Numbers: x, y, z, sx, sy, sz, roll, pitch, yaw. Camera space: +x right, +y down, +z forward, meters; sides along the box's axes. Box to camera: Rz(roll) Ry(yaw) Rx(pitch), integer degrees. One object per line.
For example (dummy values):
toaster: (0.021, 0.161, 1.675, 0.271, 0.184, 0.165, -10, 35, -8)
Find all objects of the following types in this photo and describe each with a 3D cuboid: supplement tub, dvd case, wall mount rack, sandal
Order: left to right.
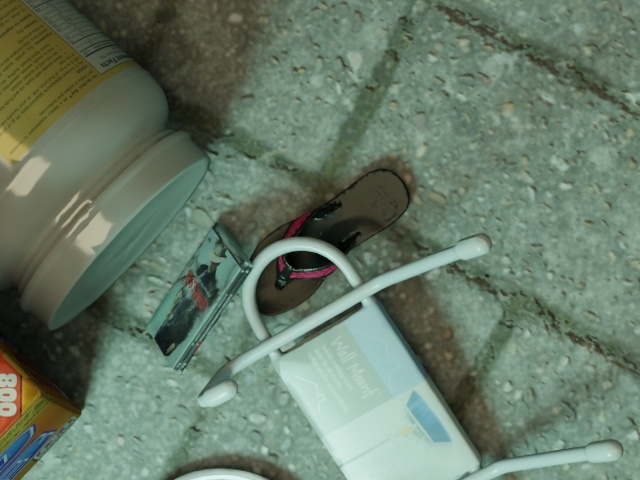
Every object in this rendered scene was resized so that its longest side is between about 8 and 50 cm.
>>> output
supplement tub: (-0.283, -0.108, 1.658, 0.331, 0.241, 0.241, 43, 101, 4)
dvd case: (-0.109, 0.050, 1.726, 0.013, 0.087, 0.119, 29, 102, -31)
sandal: (0.000, 0.000, 1.718, 0.179, 0.040, 0.067, -39, 90, 12)
wall mount rack: (0.078, 0.141, 1.650, 0.304, 0.130, 0.350, -31, 98, 19)

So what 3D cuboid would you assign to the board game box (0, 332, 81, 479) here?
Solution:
board game box: (-0.462, 0.144, 1.612, 0.356, 0.356, 0.356, 43, 83, 3)

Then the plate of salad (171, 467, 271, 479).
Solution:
plate of salad: (-0.089, 0.308, 1.763, 0.200, 0.048, 0.199, 1, 95, 11)
